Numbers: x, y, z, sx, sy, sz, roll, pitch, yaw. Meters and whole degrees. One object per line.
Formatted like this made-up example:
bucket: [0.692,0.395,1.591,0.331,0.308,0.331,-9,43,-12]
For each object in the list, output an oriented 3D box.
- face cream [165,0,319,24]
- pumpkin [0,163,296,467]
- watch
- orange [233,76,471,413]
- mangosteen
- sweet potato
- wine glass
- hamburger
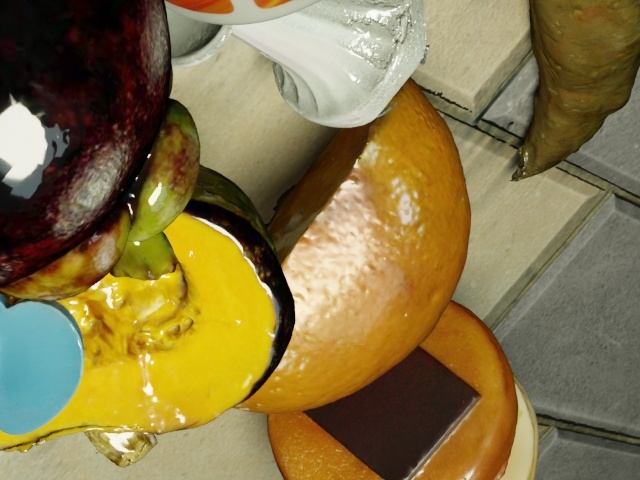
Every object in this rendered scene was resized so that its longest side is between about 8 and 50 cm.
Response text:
face cream: [-0.064,-0.274,1.223,0.201,0.201,0.187,-37,148,-7]
pumpkin: [-0.179,0.049,1.433,0.325,0.232,0.242,-6,108,3]
watch: [-0.280,0.113,1.235,0.211,0.211,0.193,-53,-171,18]
orange: [0.003,0.000,1.599,0.274,0.274,0.310,10,82,-52]
mangosteen: [-0.218,-0.110,1.175,0.313,0.297,0.297,-12,138,-44]
sweet potato: [0.253,-0.194,1.745,0.130,0.130,0.423,-30,155,-17]
wine glass: [-0.035,-0.181,1.423,0.196,0.165,0.165,9,123,-43]
hamburger: [0.088,0.203,1.911,0.291,0.291,0.225,-41,153,0]
